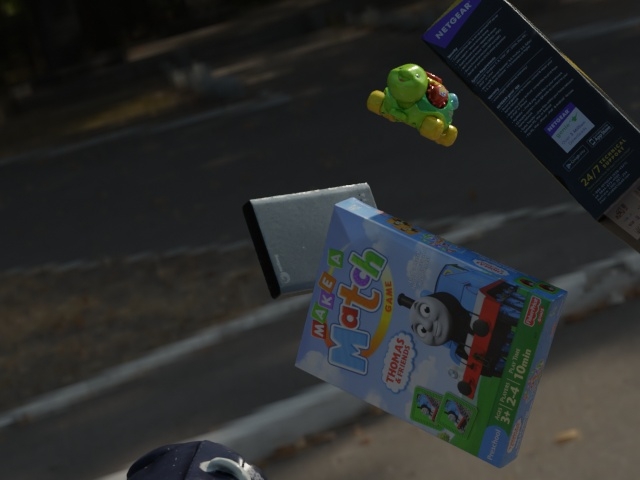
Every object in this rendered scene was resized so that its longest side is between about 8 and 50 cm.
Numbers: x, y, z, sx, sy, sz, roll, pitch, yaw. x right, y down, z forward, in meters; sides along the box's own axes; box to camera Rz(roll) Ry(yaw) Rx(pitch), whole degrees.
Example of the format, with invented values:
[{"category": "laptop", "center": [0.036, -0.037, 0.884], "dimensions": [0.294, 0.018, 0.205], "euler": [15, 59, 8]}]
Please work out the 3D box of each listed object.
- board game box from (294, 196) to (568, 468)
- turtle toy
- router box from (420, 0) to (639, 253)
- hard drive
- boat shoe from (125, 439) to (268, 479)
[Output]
[{"category": "board game box", "center": [0.089, 0.077, 1.471], "dimensions": [0.211, 0.160, 0.039], "euler": [25, 24, 26]}, {"category": "turtle toy", "center": [0.105, -0.155, 1.903], "dimensions": [0.095, 0.066, 0.130], "euler": [27, 4, 21]}, {"category": "router box", "center": [0.247, -0.089, 1.576], "dimensions": [0.081, 0.243, 0.309], "euler": [-46, -29, 10]}, {"category": "hard drive", "center": [0.000, 0.000, 1.612], "dimensions": [0.135, 0.094, 0.022], "euler": [-10, -17, -34]}, {"category": "boat shoe", "center": [-0.064, 0.178, 0.970], "dimensions": [0.158, 0.127, 0.340], "euler": [-50, 19, -28]}]
